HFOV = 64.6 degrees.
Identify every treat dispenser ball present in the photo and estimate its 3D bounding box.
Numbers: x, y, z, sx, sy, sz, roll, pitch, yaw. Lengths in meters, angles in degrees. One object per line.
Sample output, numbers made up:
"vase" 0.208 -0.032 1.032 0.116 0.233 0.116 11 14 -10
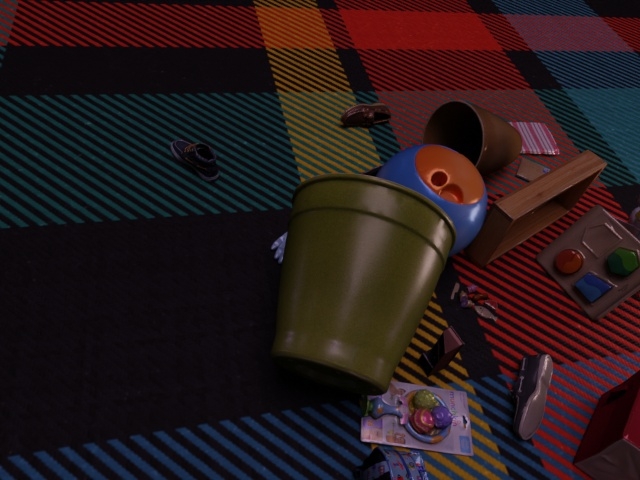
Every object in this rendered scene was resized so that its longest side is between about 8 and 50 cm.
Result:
"treat dispenser ball" 0.264 -0.094 1.257 0.287 0.288 0.288 5 51 -6

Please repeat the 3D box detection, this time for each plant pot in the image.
"plant pot" 0.060 0.112 1.041 0.366 0.366 0.353 17 67 4
"plant pot" 0.476 -0.286 1.516 0.254 0.237 0.237 -3 51 -33

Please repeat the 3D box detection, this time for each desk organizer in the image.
"desk organizer" 0.257 0.243 1.092 0.050 0.130 0.047 -20 58 -22

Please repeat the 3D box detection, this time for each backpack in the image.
"backpack" 0.136 0.441 0.884 0.116 0.173 0.158 -2 51 -11

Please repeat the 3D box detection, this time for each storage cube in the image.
"storage cube" 0.663 0.406 1.002 0.215 0.184 0.193 36 55 18

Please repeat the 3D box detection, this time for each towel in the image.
"towel" 0.691 -0.342 1.705 0.196 0.029 0.144 0 52 -7

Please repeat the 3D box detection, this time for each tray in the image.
"tray" 0.580 -0.089 1.368 0.410 0.203 0.076 -27 60 -28

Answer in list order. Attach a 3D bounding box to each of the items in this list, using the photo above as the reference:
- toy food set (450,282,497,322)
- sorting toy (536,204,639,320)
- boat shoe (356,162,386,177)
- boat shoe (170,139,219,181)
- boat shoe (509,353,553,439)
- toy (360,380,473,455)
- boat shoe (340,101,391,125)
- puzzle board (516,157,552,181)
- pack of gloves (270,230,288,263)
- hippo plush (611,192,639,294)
"toy food set" 0.391 0.147 1.263 0.122 0.019 0.078 25 52 9
"sorting toy" 0.728 0.021 1.267 0.041 0.307 0.229 12 37 -49
"boat shoe" 0.081 -0.136 1.362 0.335 0.096 0.112 -21 45 -31
"boat shoe" -0.347 -0.245 1.399 0.183 0.083 0.065 38 55 20
"boat shoe" 0.453 0.339 1.111 0.064 0.075 0.206 -4 42 45
"toy" 0.203 0.354 1.042 0.237 0.056 0.137 8 52 -4
"boat shoe" 0.150 -0.401 1.627 0.177 0.064 0.060 -16 54 -25
"puzzle board" 0.691 -0.208 1.607 0.128 0.011 0.096 27 51 10
"pack of gloves" 0.000 0.000 1.293 0.195 0.046 0.232 29 52 12
"hippo plush" 0.896 0.006 1.387 0.294 0.234 0.236 41 26 8
